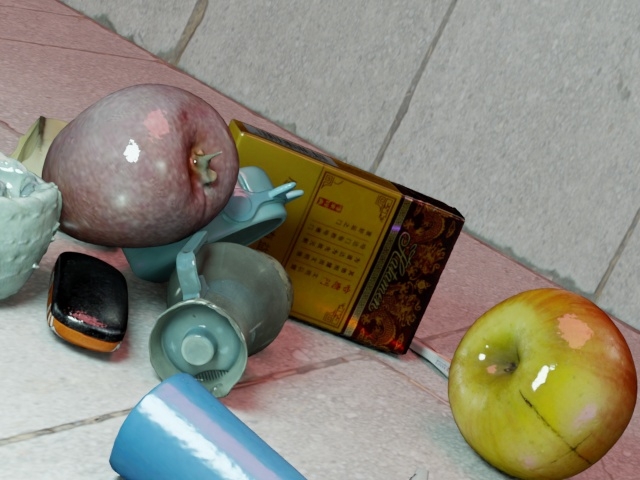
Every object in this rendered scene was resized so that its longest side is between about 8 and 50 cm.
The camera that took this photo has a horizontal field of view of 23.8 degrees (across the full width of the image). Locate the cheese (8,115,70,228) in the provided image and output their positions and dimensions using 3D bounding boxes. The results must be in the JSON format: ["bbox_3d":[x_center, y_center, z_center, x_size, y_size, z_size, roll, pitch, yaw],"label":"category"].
[{"bbox_3d":[-0.385,-0.093,2.430,0.233,0.127,0.266,24,15,-20],"label":"cheese"}]

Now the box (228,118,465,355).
[{"bbox_3d":[0.001,0.000,2.479,0.415,0.264,0.116,20,10,-18],"label":"box"}]

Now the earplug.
[{"bbox_3d":[-0.080,0.270,1.597,0.273,0.132,0.132,35,16,22],"label":"earplug"}]

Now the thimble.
[{"bbox_3d":[-0.460,-0.025,1.936,0.250,0.171,0.205,15,21,-31],"label":"thimble"}]

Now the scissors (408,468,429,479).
[{"bbox_3d":[0.126,0.336,1.925,0.101,0.027,0.204,27,15,1],"label":"scissors"}]

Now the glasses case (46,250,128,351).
[{"bbox_3d":[-0.310,0.079,2.020,0.103,0.067,0.266,24,12,-14],"label":"glasses case"}]

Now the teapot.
[{"bbox_3d":[-0.144,0.093,2.027,0.171,0.203,0.225,-9,16,11],"label":"teapot"}]

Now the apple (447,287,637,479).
[{"bbox_3d":[0.329,0.216,2.229,0.233,0.286,0.286,37,3,-41],"label":"apple"}]

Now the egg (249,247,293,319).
[{"bbox_3d":[-0.126,0.080,2.221,0.182,0.141,0.141,8,20,-29],"label":"egg"}]

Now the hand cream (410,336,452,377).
[{"bbox_3d":[0.200,0.201,2.591,0.216,0.038,0.052,35,-12,49],"label":"hand cream"}]

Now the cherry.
[{"bbox_3d":[-0.251,-0.095,2.065,0.307,0.221,0.261,-18,1,33],"label":"cherry"}]

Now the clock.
[{"bbox_3d":[-0.158,-0.031,2.266,0.094,0.274,0.223,63,1,7],"label":"clock"}]
